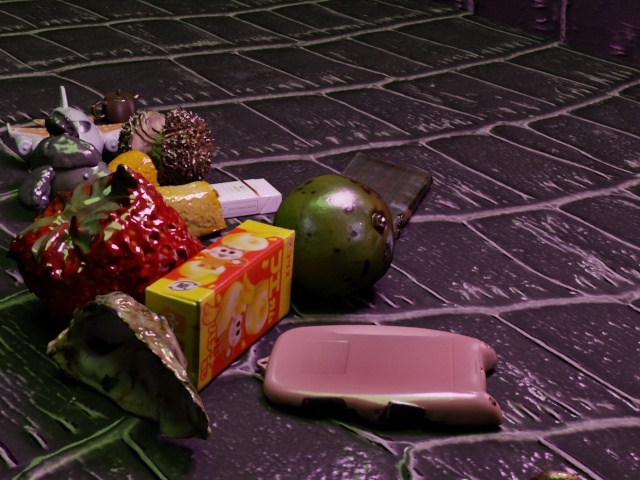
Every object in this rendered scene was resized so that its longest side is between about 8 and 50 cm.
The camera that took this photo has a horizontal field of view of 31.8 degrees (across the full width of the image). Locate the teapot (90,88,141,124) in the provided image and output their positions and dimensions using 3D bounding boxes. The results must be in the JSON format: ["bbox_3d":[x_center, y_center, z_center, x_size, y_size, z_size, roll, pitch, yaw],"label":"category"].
[{"bbox_3d":[-0.443,-0.293,2.429,0.121,0.068,0.076,-14,30,-35],"label":"teapot"}]

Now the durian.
[{"bbox_3d":[-0.279,-0.176,2.094,0.196,0.167,0.196,16,11,-3],"label":"durian"}]

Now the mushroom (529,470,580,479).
[{"bbox_3d":[0.225,0.294,1.215,0.129,0.073,0.088,-23,-3,25],"label":"mushroom"}]

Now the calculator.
[{"bbox_3d":[0.077,0.174,1.502,0.329,0.048,0.220,3,26,4],"label":"calculator"}]

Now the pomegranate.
[{"bbox_3d":[0.000,0.000,1.736,0.248,0.202,0.202,-13,11,36],"label":"pomegranate"}]

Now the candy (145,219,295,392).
[{"bbox_3d":[-0.134,0.084,1.553,0.088,0.146,0.276,14,28,22],"label":"candy"}]

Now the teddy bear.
[{"bbox_3d":[-0.385,-0.057,1.741,0.144,0.251,0.171,11,39,18],"label":"teddy bear"}]

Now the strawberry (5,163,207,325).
[{"bbox_3d":[-0.288,0.031,1.595,0.261,0.258,0.261,-21,32,14],"label":"strawberry"}]

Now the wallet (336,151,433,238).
[{"bbox_3d":[0.096,-0.078,2.069,0.169,0.044,0.317,14,27,13],"label":"wallet"}]

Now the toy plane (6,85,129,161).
[{"bbox_3d":[-0.487,-0.215,2.193,0.244,0.117,0.245,5,23,-2],"label":"toy plane"}]

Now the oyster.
[{"bbox_3d":[-0.222,0.161,1.393,0.294,0.166,0.094,35,33,30],"label":"oyster"}]

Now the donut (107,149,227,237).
[{"bbox_3d":[-0.299,-0.063,1.923,0.259,0.101,0.152,25,36,30],"label":"donut"}]

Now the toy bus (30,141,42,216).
[{"bbox_3d":[-0.461,-0.107,1.991,0.103,0.091,0.182,-3,27,-13],"label":"toy bus"}]

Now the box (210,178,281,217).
[{"bbox_3d":[-0.157,-0.075,2.027,0.154,0.040,0.084,-7,24,-26],"label":"box"}]
